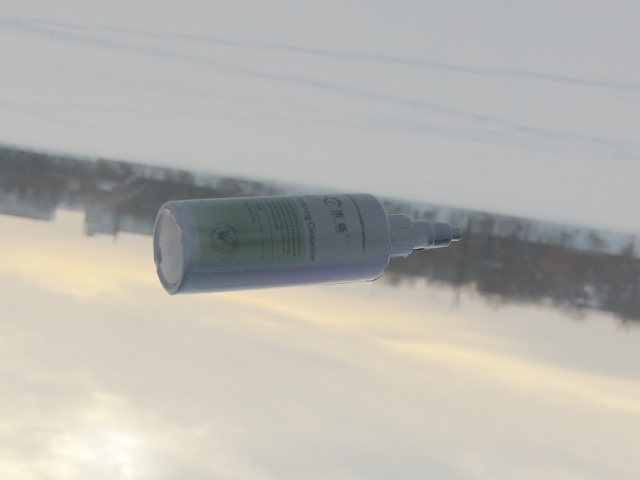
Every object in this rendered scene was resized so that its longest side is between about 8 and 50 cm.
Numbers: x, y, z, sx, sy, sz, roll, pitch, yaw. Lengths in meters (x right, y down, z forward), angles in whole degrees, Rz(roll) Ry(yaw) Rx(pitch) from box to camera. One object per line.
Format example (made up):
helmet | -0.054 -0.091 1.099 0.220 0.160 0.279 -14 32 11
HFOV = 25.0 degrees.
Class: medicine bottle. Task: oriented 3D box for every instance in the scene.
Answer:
medicine bottle | 0.000 0.000 0.880 0.199 0.057 0.057 -2 -173 -26
